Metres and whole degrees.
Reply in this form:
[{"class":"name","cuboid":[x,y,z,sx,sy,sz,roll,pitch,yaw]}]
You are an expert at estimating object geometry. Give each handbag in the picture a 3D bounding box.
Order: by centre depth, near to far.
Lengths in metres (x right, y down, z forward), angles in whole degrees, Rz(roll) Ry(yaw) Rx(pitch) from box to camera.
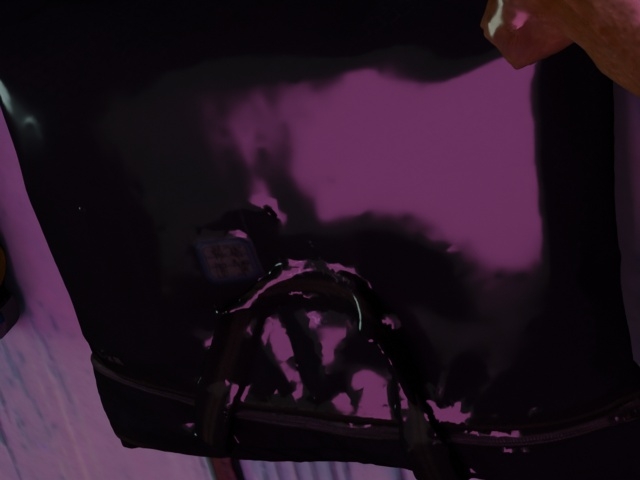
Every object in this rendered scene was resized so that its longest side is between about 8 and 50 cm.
[{"class":"handbag","cuboid":[0.000,0.000,0.510,0.254,0.088,0.211,0,114,28]}]

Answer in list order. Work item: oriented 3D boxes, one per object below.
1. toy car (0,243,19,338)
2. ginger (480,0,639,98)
[{"class":"toy car","cuboid":[-0.223,-0.011,0.648,0.097,0.100,0.191,9,131,25]},{"class":"ginger","cuboid":[0.159,-0.033,0.379,0.299,0.065,0.118,39,121,-1]}]
